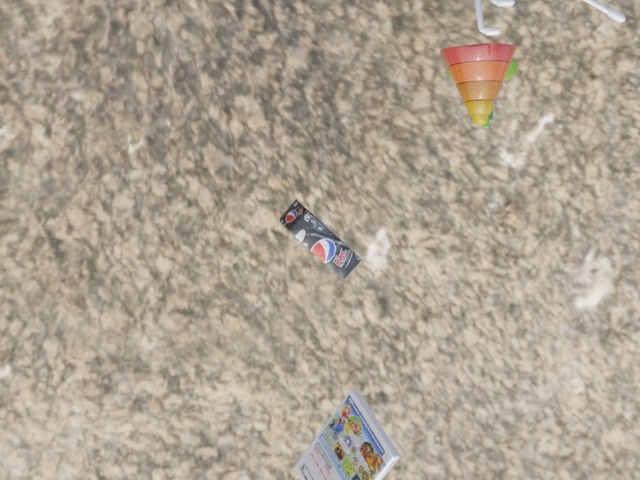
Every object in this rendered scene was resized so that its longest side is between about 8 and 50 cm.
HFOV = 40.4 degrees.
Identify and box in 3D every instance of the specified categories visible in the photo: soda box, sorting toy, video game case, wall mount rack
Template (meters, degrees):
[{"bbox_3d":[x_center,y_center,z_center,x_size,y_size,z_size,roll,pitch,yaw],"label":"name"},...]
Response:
[{"bbox_3d":[0.000,0.000,1.617,0.053,0.060,0.169,-48,125,0],"label":"soda box"},{"bbox_3d":[0.282,-0.252,1.516,0.127,0.365,0.126,-1,91,13],"label":"sorting toy"},{"bbox_3d":[0.024,0.223,0.874,0.011,0.087,0.122,8,125,-40],"label":"video game case"},{"bbox_3d":[0.472,-0.503,1.734,0.304,0.350,0.130,-9,87,4],"label":"wall mount rack"}]
